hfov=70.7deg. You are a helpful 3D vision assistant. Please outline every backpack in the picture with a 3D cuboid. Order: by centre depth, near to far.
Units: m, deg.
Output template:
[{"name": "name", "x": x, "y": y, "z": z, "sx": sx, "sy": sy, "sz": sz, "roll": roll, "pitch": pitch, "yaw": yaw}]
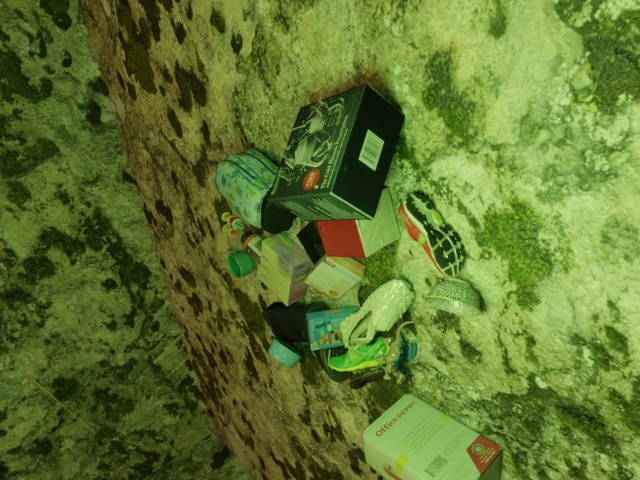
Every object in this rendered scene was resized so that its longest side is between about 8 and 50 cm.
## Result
[{"name": "backpack", "x": -0.273, "y": -0.224, "z": 1.879, "sx": 0.355, "sy": 0.274, "sz": 0.290, "roll": 60, "pitch": 152, "yaw": 28}]

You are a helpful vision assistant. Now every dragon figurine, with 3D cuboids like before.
[{"name": "dragon figurine", "x": 0.290, "y": 0.394, "z": 1.636, "sx": 0.085, "sy": 0.144, "sz": 0.289, "roll": 29, "pitch": 112, "yaw": 41}]

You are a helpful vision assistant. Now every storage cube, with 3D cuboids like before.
[{"name": "storage cube", "x": 0.121, "y": -0.062, "z": 1.502, "sx": 0.193, "sy": 0.184, "sz": 0.214, "roll": 1, "pitch": 111, "yaw": 51}]

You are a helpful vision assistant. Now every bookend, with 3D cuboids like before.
[{"name": "bookend", "x": 0.000, "y": 0.000, "z": 1.783, "sx": 0.156, "sy": 0.072, "sz": 0.157, "roll": 58, "pitch": 143, "yaw": 8}]

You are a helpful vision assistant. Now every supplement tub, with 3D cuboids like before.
[{"name": "supplement tub", "x": -0.297, "y": 0.036, "z": 2.150, "sx": 0.198, "sy": 0.106, "sz": 0.106, "roll": 40, "pitch": 137, "yaw": 32}]

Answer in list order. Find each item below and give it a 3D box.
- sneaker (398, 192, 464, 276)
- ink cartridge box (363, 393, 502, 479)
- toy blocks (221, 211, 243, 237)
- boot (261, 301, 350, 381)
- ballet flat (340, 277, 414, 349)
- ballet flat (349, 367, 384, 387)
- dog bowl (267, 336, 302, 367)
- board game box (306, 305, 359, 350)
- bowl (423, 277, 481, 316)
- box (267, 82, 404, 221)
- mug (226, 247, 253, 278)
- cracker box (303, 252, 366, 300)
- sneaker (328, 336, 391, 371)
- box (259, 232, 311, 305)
[{"name": "sneaker", "x": 0.331, "y": -0.014, "z": 1.364, "sx": 0.278, "sy": 0.107, "sz": 0.118, "roll": 62, "pitch": 163, "yaw": 10}, {"name": "ink cartridge box", "x": 0.380, "y": 0.747, "z": 1.567, "sx": 0.385, "sy": 0.279, "sz": 0.160, "roll": 21, "pitch": 126, "yaw": 45}, {"name": "toy blocks", "x": -0.444, "y": -0.067, "z": 2.317, "sx": 0.148, "sy": 0.054, "sz": 0.123, "roll": 29, "pitch": 130, "yaw": 38}, {"name": "boot", "x": -0.075, "y": 0.455, "z": 2.079, "sx": 0.445, "sy": 0.146, "sz": 0.366, "roll": -15, "pitch": 95, "yaw": 53}, {"name": "ballet flat", "x": 0.200, "y": 0.287, "z": 1.615, "sx": 0.147, "sy": 0.147, "sz": 0.409, "roll": 54, "pitch": 139, "yaw": 15}, {"name": "ballet flat", "x": 0.188, "y": 0.567, "z": 1.887, "sx": 0.250, "sy": 0.084, "sz": 0.058, "roll": 125, "pitch": 149, "yaw": -53}, {"name": "dog bowl", "x": -0.179, "y": 0.548, "z": 2.199, "sx": 0.166, "sy": 0.074, "sz": 0.297, "roll": 34, "pitch": 169, "yaw": 3}, {"name": "board game box", "x": 0.054, "y": 0.353, "z": 1.813, "sx": 0.047, "sy": 0.211, "sz": 0.160, "roll": -112, "pitch": 17, "yaw": -63}, {"name": "bowl", "x": 0.401, "y": 0.161, "z": 1.344, "sx": 0.170, "sy": 0.080, "sz": 0.170, "roll": 18, "pitch": 164, "yaw": 5}, {"name": "box", "x": 0.040, "y": -0.244, "z": 1.353, "sx": 0.313, "sy": 0.179, "sz": 0.343, "roll": 0, "pitch": 68, "yaw": 52}, {"name": "mug", "x": -0.412, "y": 0.108, "z": 2.341, "sx": 0.130, "sy": 0.097, "sz": 0.157, "roll": 2, "pitch": 110, "yaw": 52}, {"name": "cracker box", "x": 0.052, "y": 0.132, "z": 1.746, "sx": 0.156, "sy": 0.067, "sz": 0.232, "roll": 32, "pitch": 143, "yaw": -8}, {"name": "sneaker", "x": 0.158, "y": 0.450, "z": 1.804, "sx": 0.296, "sy": 0.109, "sz": 0.123, "roll": -23, "pitch": 73, "yaw": 32}, {"name": "box", "x": -0.160, "y": 0.128, "z": 2.021, "sx": 0.214, "sy": 0.117, "sz": 0.242, "roll": 39, "pitch": 137, "yaw": 32}]
